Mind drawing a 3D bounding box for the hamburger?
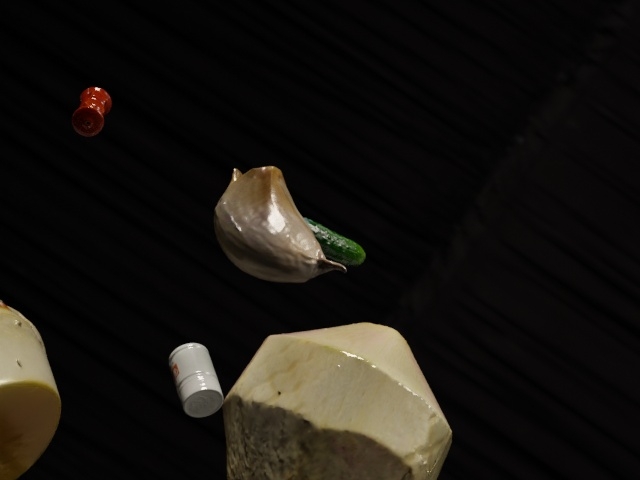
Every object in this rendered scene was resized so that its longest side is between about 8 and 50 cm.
[{"bbox_3d":[-0.377,0.165,1.360,0.295,0.151,0.227,-35,-32,-11],"label":"hamburger"}]

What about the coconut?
[{"bbox_3d":[0.022,0.208,1.695,0.259,0.259,0.259,-55,-1,-1],"label":"coconut"}]

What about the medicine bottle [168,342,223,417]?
[{"bbox_3d":[-0.165,0.184,2.011,0.057,0.057,0.089,-56,38,27],"label":"medicine bottle"}]

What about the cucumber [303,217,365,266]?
[{"bbox_3d":[0.000,0.000,1.897,0.037,0.155,0.037,-33,45,41],"label":"cucumber"}]

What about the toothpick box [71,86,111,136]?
[{"bbox_3d":[-0.323,-0.181,2.143,0.047,0.047,0.083,-55,14,21],"label":"toothpick box"}]

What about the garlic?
[{"bbox_3d":[-0.050,-0.007,1.336,0.084,0.152,0.066,-41,-41,12],"label":"garlic"}]
